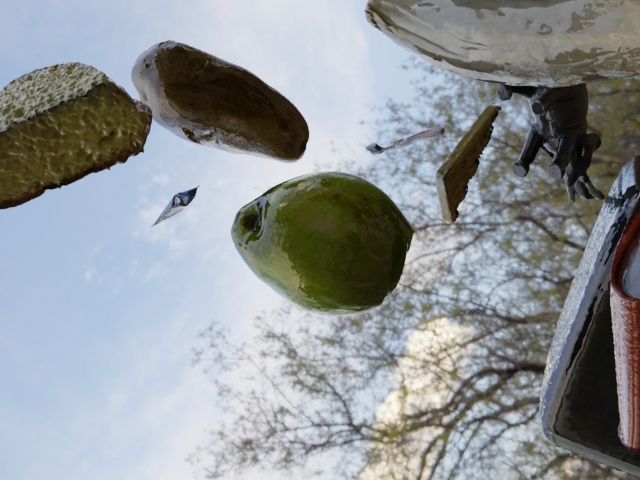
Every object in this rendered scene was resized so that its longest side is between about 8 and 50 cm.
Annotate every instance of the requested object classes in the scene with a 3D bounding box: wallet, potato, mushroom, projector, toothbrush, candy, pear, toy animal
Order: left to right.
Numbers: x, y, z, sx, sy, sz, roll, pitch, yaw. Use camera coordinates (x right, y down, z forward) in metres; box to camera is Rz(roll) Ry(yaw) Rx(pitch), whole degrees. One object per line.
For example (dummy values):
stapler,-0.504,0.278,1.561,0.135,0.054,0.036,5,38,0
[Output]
candy,-0.322,-0.078,1.481,0.038,0.088,0.136,52,-156,-10
potato,-0.193,-0.256,1.297,0.176,0.369,0.195,-86,20,-63
pear,0.000,0.000,0.836,0.187,0.220,0.187,-159,90,-81
toothbrush,0.188,-0.223,1.511,0.031,0.321,0.023,26,-100,-23
mushroom,0.197,-0.206,0.632,0.095,0.351,0.123,-62,-37,-13
toy animal,0.330,-0.134,0.923,0.137,0.082,0.269,-42,-61,-28
wallet,0.222,0.034,0.407,0.142,0.045,0.204,-52,-40,-19
projector,0.546,0.125,0.908,0.242,0.395,0.405,-43,-33,-57

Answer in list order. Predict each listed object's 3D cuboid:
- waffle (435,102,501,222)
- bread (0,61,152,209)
waffle,0.209,-0.107,0.924,0.152,0.023,0.097,-52,-36,-21
bread,-0.364,-0.156,0.905,0.260,0.134,0.129,-27,-43,-3
